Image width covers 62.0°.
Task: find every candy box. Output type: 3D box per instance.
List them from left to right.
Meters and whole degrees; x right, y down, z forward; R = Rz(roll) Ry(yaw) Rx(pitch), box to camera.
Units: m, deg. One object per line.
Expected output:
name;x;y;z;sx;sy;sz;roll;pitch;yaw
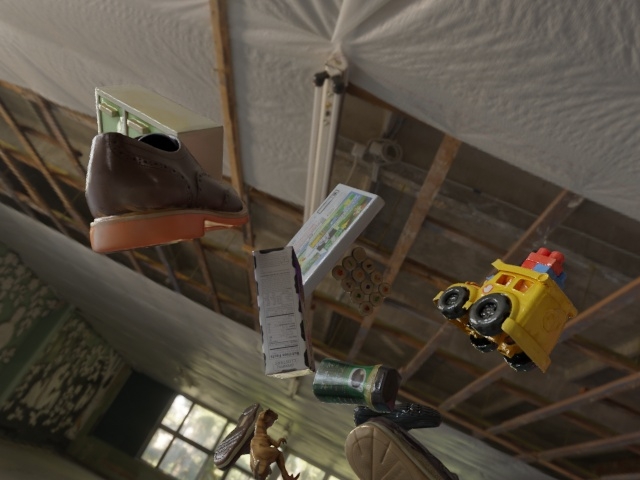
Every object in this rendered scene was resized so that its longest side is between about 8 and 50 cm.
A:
candy box;-0.059;0.127;0.893;0.070;0.196;0.165;-9;-16;0

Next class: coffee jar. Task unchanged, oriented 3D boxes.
coffee jar;0.081;0.314;1.159;0.184;0.096;0.079;-1;-39;33

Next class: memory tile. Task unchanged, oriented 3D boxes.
memory tile;0.103;0.099;1.295;0.148;0.113;0.012;53;-28;-5

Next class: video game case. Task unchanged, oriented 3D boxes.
video game case;0.000;0.000;1.374;0.036;0.329;0.300;41;-1;-19

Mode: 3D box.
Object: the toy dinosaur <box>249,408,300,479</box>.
toy dinosaur;-0.081;0.312;0.746;0.112;0.064;0.211;62;-1;-8

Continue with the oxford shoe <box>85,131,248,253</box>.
oxford shoe;-0.177;-0.072;0.690;0.130;0.132;0.363;-9;5;4

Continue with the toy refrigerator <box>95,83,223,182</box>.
toy refrigerator;-0.283;-0.181;0.909;0.269;0.094;0.102;32;-53;35

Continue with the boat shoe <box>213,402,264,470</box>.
boat shoe;-0.210;0.577;1.532;0.095;0.257;0.095;-30;-82;27

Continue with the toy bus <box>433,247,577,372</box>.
toy bus;0.350;0.104;0.984;0.149;0.211;0.220;42;-10;-24

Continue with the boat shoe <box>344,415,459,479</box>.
boat shoe;0.155;0.350;0.708;0.285;0.092;0.103;44;-65;16

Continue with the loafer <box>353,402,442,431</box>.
loafer;0.196;0.459;1.358;0.223;0.078;0.076;-1;6;12
